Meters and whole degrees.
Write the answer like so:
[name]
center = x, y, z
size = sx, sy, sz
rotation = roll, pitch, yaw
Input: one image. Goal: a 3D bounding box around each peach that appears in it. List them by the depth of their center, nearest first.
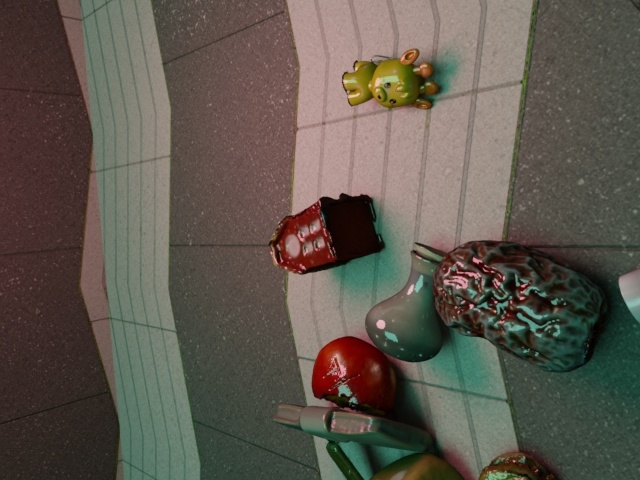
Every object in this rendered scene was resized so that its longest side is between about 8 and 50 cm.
[peach]
center = 0.083, 0.353, 1.352
size = 0.226, 0.196, 0.190
rotation = 54, 147, 41

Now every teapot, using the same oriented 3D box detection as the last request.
[teapot]
center = 0.214, 0.137, 1.228
size = 0.183, 0.183, 0.251
rotation = 27, 101, 39

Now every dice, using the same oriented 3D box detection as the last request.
[dice]
center = 0.209, 0.642, 1.221
size = 0.238, 0.226, 0.233
rotation = 54, 133, 8

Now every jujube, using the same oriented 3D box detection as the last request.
[jujube]
center = 0.371, 0.116, 1.031
size = 0.317, 0.226, 0.226
rotation = 28, 114, 41

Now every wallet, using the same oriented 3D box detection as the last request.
[wallet]
center = 0.067, 0.462, 1.355
size = 0.360, 0.252, 0.083
rotation = -10, 62, 44

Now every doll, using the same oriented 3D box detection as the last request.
[doll]
center = 0.163, -0.360, 1.250
size = 0.220, 0.135, 0.143
rotation = 6, 131, 38

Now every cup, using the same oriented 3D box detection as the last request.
[cup]
center = 0.594, 0.086, 0.910
size = 0.133, 0.136, 0.099
rotation = -36, 36, 40

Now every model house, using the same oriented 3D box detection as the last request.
[model house]
center = 0.000, 0.000, 1.389
size = 0.254, 0.196, 0.160
rotation = -27, 79, 43

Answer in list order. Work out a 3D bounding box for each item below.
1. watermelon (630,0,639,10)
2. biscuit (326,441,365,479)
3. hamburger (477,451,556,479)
[watermelon]
center = 0.582, -0.444, 0.815
size = 0.318, 0.148, 0.226
rotation = 44, 116, 29
[biscuit]
center = 0.120, 0.646, 1.387
size = 0.322, 0.038, 0.099
rotation = 54, 163, 3
[hamburger]
center = 0.410, 0.516, 1.111
size = 0.184, 0.131, 0.159
rotation = 6, 91, 37
